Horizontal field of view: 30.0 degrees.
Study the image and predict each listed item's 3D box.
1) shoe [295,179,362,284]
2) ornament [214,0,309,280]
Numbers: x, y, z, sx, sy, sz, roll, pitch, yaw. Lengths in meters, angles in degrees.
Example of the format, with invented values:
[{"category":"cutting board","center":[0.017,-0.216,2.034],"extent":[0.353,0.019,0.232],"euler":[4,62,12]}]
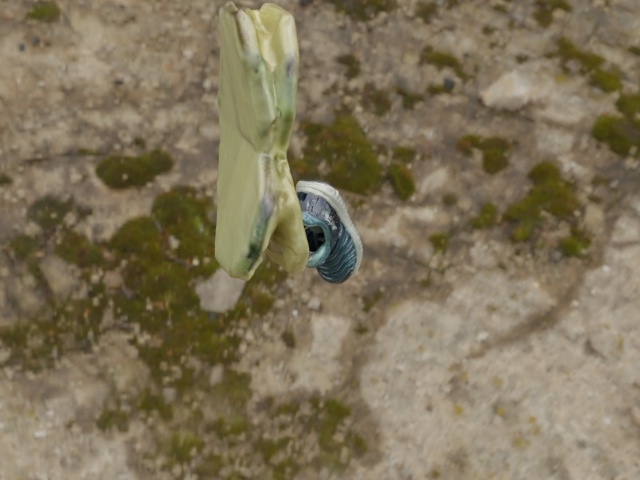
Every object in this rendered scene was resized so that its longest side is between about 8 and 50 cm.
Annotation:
[{"category":"shoe","center":[0.000,0.000,1.330],"extent":[0.064,0.143,0.071],"euler":[14,51,34]},{"category":"ornament","center":[-0.055,-0.083,0.909],"extent":[0.059,0.201,0.180],"euler":[-4,19,-15]}]
